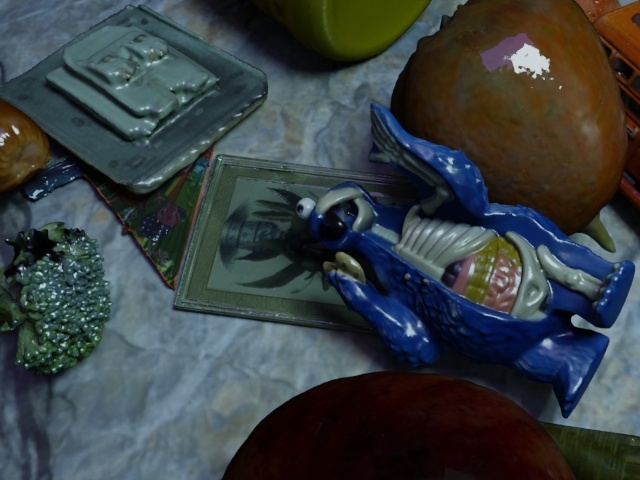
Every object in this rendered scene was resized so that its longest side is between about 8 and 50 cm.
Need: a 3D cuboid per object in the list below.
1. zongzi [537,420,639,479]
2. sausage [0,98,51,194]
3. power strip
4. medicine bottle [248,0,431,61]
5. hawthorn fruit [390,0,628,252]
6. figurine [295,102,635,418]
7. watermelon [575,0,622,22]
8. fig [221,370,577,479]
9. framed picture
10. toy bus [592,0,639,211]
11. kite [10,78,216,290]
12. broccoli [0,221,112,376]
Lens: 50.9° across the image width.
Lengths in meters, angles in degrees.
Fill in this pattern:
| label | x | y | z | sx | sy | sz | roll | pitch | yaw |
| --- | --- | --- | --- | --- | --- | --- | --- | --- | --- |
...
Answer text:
| label | x | y | z | sx | sy | sz | roll | pitch | yaw |
| --- | --- | --- | --- | --- | --- | --- | --- | --- | --- |
| zongzi | 0.220 | 0.231 | 0.412 | 0.242 | 0.112 | 0.221 | 9 | 59 | 17 |
| sausage | -0.387 | -0.119 | 0.635 | 0.300 | 0.083 | 0.089 | 18 | 63 | 15 |
| power strip | -0.185 | -0.162 | 0.665 | 0.213 | 0.064 | 0.198 | 31 | 59 | 18 |
| medicine bottle | -0.053 | -0.384 | 0.731 | 0.224 | 0.224 | 0.384 | -36 | 65 | -21 |
| hawthorn fruit | 0.174 | -0.088 | 0.578 | 0.199 | 0.199 | 0.251 | -36 | 94 | -22 |
| figurine | 0.103 | 0.018 | 0.521 | 0.262 | 0.164 | 0.121 | 37 | 25 | 18 |
| watermelon | 0.274 | -0.260 | 0.734 | 0.135 | 0.094 | 0.125 | -5 | 49 | -9 |
| fig | 0.050 | 0.187 | 0.374 | 0.214 | 0.235 | 0.235 | 28 | 53 | -27 |
| framed picture | 0.000 | 0.000 | 0.609 | 0.231 | 0.010 | 0.173 | 6 | 57 | 3 |
| toy bus | 0.355 | -0.061 | 0.571 | 0.143 | 0.153 | 0.329 | -22 | 60 | -16 |
| kite | -0.179 | -0.096 | 0.670 | 0.234 | 0.016 | 0.321 | -33 | 64 | -22 |
| broccoli | -0.264 | 0.053 | 0.532 | 0.204 | 0.118 | 0.122 | -12 | 87 | 10 |
